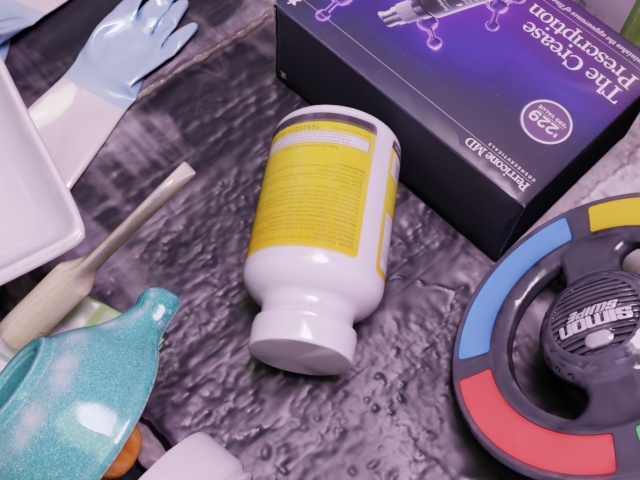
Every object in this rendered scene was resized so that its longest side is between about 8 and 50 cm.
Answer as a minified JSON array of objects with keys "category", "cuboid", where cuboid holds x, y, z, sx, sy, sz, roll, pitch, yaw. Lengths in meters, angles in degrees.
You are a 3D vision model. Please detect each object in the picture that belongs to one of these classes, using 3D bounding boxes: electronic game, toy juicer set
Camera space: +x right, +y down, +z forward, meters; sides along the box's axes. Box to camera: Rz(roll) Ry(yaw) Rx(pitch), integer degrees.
[{"category":"electronic game","cuboid":[0.191,0.059,0.546,0.229,0.048,0.229,-27,38,24]},{"category":"toy juicer set","cuboid":[-0.170,0.119,0.494,0.089,0.209,0.329,40,42,-23]}]

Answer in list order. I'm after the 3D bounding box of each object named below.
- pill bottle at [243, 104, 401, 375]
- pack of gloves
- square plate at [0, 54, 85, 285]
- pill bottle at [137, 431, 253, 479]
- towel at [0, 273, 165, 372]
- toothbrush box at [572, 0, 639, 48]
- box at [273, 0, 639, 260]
[{"category":"pill bottle","cuboid":[0.000,0.000,0.601,0.103,0.103,0.184,9,63,2]},{"category":"pack of gloves","cuboid":[-0.236,-0.179,0.715,0.195,0.046,0.232,27,66,12]},{"category":"square plate","cuboid":[-0.384,-0.050,0.617,0.344,0.049,0.347,-29,67,-3]},{"category":"pill bottle","cuboid":[-0.018,0.224,0.474,0.229,0.131,0.131,37,68,15]},{"category":"towel","cuboid":[-0.199,0.106,0.587,0.113,0.023,0.152,26,66,10]},{"category":"toothbrush box","cuboid":[0.338,-0.277,0.694,0.283,0.206,0.122,-27,67,-15]},{"category":"box","cuboid":[0.115,-0.141,0.679,0.261,0.103,0.184,42,72,17]}]
